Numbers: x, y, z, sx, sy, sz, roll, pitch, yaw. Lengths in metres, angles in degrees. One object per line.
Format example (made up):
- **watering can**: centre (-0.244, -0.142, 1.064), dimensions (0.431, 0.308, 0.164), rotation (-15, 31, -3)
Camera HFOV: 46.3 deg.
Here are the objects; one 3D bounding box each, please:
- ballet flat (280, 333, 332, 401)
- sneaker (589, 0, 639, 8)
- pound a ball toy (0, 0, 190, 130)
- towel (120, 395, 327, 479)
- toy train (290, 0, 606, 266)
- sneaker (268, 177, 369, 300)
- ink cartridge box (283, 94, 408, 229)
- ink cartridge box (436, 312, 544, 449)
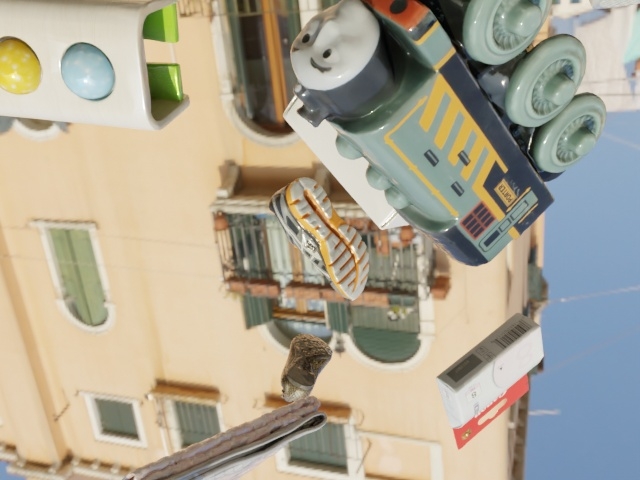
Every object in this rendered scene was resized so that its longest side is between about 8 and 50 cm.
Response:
- **ballet flat**: centre (-0.031, 0.238, 1.394), dimensions (0.084, 0.058, 0.250), rotation (25, -165, 1)
- **sneaker**: centre (0.327, -0.307, 0.692), dimensions (0.282, 0.161, 0.102), rotation (-13, 173, -39)
- **pound a ball toy**: centre (-0.308, -0.227, 0.753), dimensions (0.319, 0.208, 0.135), rotation (8, -149, 13)
- **towel**: centre (-0.187, 0.340, 1.044), dimensions (0.332, 0.053, 0.317), rotation (-10, 155, -48)
- **toy train**: centre (0.111, -0.108, 0.614), dimensions (0.190, 0.334, 0.142), rotation (-47, -129, 5)
- **sneaker**: centre (0.000, 0.000, 1.142), dimensions (0.083, 0.214, 0.084), rotation (-11, -154, 46)
- **ink cartridge box**: centre (0.112, -0.130, 0.958), dimensions (0.198, 0.114, 0.273), rotation (50, -151, 19)
- **ink cartridge box**: centre (0.302, 0.257, 1.284), dimensions (0.189, 0.232, 0.066), rotation (-35, -141, -15)
